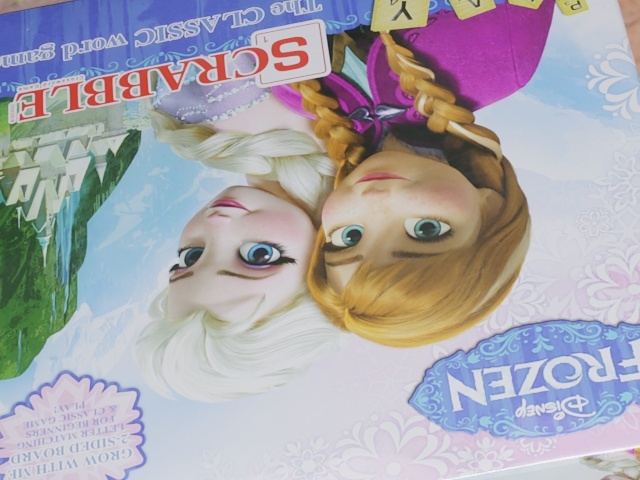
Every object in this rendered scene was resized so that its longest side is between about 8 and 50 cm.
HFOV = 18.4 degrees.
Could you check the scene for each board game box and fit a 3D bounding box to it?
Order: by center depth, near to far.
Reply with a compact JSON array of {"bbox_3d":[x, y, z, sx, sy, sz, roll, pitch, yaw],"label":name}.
[{"bbox_3d":[0.000,0.000,0.904,0.318,0.066,0.318,-11,51,3],"label":"board game box"}]
